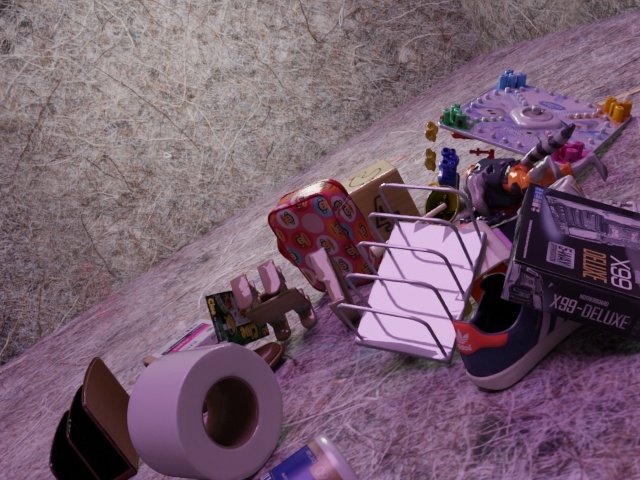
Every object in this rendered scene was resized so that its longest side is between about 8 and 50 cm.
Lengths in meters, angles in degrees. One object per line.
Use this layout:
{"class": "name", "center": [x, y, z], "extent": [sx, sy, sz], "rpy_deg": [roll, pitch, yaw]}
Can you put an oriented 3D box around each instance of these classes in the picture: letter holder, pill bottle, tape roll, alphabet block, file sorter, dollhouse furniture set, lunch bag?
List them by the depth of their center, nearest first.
{"class": "pill bottle", "center": [-0.058, 0.405, 0.973], "extent": [0.264, 0.153, 0.153], "rpy_deg": [-34, 16, -11]}
{"class": "file sorter", "center": [0.168, 0.055, 1.320], "extent": [0.192, 0.173, 0.278], "rpy_deg": [7, 63, 29]}
{"class": "tape roll", "center": [-0.215, 0.325, 1.334], "extent": [0.169, 0.246, 0.246], "rpy_deg": [-15, 21, 44]}
{"class": "letter holder", "center": [-0.543, 0.428, 1.651], "extent": [0.152, 0.214, 0.302], "rpy_deg": [-31, 16, -5]}
{"class": "dollhouse furniture set", "center": [-0.054, 0.154, 1.690], "extent": [0.242, 0.212, 0.161], "rpy_deg": [-28, 53, 8]}
{"class": "lunch bag", "center": [0.000, 0.000, 1.874], "extent": [0.258, 0.293, 0.120], "rpy_deg": [-18, 24, 35]}
{"class": "alphabet block", "center": [0.162, -0.101, 2.078], "extent": [0.197, 0.193, 0.192], "rpy_deg": [-29, 17, 1]}

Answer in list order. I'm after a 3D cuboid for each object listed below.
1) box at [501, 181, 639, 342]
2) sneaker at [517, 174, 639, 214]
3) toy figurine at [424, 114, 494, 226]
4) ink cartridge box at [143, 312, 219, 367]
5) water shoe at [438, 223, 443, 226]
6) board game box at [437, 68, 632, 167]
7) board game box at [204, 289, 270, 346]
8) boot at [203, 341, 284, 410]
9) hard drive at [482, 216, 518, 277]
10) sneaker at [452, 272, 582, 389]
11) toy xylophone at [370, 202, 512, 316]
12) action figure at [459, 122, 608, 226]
{"class": "box", "center": [0.438, 0.027, 1.157], "extent": [0.242, 0.077, 0.307], "rpy_deg": [18, 32, 12]}
{"class": "sneaker", "center": [0.523, -0.053, 1.328], "extent": [0.292, 0.169, 0.108], "rpy_deg": [-21, 16, 24]}
{"class": "toy figurine", "center": [0.383, -0.147, 1.967], "extent": [0.191, 0.217, 0.363], "rpy_deg": [2, 61, 8]}
{"class": "ink cartridge box", "center": [-0.341, 0.301, 1.924], "extent": [0.234, 0.088, 0.193], "rpy_deg": [-38, 16, -28]}
{"class": "water shoe", "center": [0.265, 0.030, 1.688], "extent": [0.073, 0.080, 0.203], "rpy_deg": [-22, 18, 29]}
{"class": "board game box", "center": [0.580, -0.340, 1.898], "extent": [0.390, 0.050, 0.390], "rpy_deg": [26, 43, 32]}
{"class": "board game box", "center": [-0.194, 0.184, 1.694], "extent": [0.030, 0.136, 0.259], "rpy_deg": [-16, -3, 15]}
{"class": "boot", "center": [-0.232, 0.305, 1.668], "extent": [0.305, 0.115, 0.112], "rpy_deg": [-28, 11, -2]}
{"class": "hard drive", "center": [0.422, 0.007, 1.528], "extent": [0.254, 0.054, 0.172], "rpy_deg": [-25, 16, 19]}
{"class": "sneaker", "center": [0.361, 0.092, 1.199], "extent": [0.350, 0.148, 0.131], "rpy_deg": [-38, 17, -27]}
{"class": "toy xylophone", "center": [0.243, 0.060, 1.444], "extent": [0.322, 0.081, 0.236], "rpy_deg": [-28, 52, 6]}
{"class": "action figure", "center": [0.473, -0.154, 1.621], "extent": [0.341, 0.179, 0.330], "rpy_deg": [-24, 10, -38]}
